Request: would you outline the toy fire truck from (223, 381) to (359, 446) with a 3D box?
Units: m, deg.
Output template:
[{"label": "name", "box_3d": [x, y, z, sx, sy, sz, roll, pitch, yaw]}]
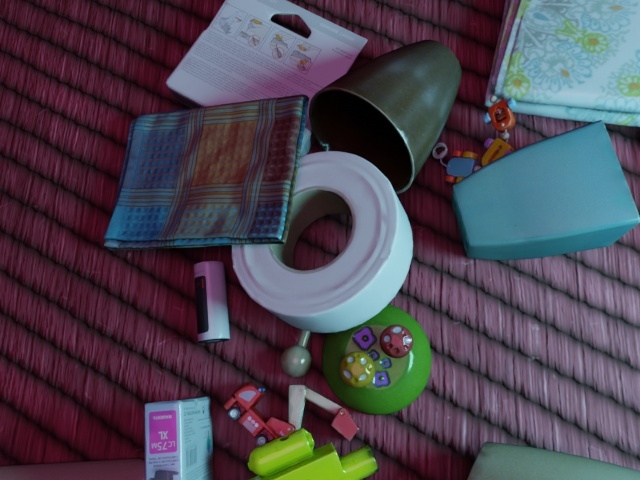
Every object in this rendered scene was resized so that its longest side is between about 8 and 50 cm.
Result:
[{"label": "toy fire truck", "box_3d": [-0.047, 0.283, 0.890, 0.192, 0.047, 0.135, 41, 82, 15]}]

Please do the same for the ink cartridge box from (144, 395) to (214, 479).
[{"label": "ink cartridge box", "box_3d": [-0.200, 0.393, 0.804, 0.065, 0.186, 0.311, -8, 75, 0]}]

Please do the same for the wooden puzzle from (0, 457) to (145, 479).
[{"label": "wooden puzzle", "box_3d": [-0.426, 0.531, 0.843, 0.321, 0.080, 0.348, -5, 75, 4]}]

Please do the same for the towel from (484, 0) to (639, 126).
[{"label": "towel", "box_3d": [0.498, -0.350, 0.958, 0.374, 0.090, 0.321, 11, 73, 19]}]

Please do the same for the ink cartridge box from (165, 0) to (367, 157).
[{"label": "ink cartridge box", "box_3d": [-0.099, -0.322, 1.045, 0.296, 0.066, 0.261, 30, 81, 12]}]

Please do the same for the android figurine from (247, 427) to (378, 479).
[{"label": "android figurine", "box_3d": [-0.029, 0.415, 0.816, 0.272, 0.056, 0.248, -23, 92, -7]}]

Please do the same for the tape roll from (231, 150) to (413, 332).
[{"label": "tape roll", "box_3d": [0.000, 0.000, 0.891, 0.286, 0.100, 0.286, -9, 64, 20]}]

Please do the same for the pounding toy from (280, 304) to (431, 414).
[{"label": "pounding toy", "box_3d": [0.064, 0.174, 0.877, 0.236, 0.110, 0.183, 21, 78, 10]}]

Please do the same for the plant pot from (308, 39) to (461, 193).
[{"label": "plant pot", "box_3d": [0.134, -0.235, 0.946, 0.215, 0.215, 0.230, 37, 67, 13]}]

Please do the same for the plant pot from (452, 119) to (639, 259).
[{"label": "plant pot", "box_3d": [0.341, -0.057, 0.888, 0.234, 0.166, 0.166, -14, 74, 8]}]

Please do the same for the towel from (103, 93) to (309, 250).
[{"label": "towel", "box_3d": [-0.205, -0.116, 0.948, 0.369, 0.040, 0.272, -1, 71, 26]}]

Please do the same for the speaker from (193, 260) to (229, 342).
[{"label": "speaker", "box_3d": [-0.187, 0.105, 0.947, 0.055, 0.055, 0.136, -7, 75, 3]}]

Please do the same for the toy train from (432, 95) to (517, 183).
[{"label": "toy train", "box_3d": [0.281, -0.164, 0.956, 0.166, 0.046, 0.125, -34, 56, 35]}]

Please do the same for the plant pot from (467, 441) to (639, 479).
[{"label": "plant pot", "box_3d": [0.331, 0.395, 0.741, 0.273, 0.256, 0.257, 20, 78, 26]}]
